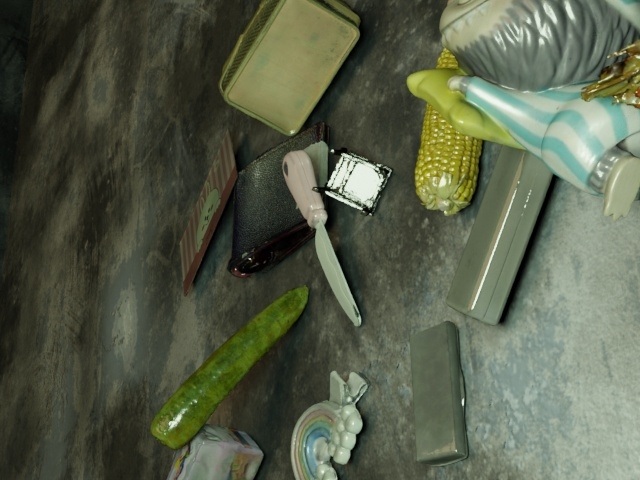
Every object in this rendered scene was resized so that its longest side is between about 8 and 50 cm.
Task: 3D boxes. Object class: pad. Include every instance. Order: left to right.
[{"bbox_3d":[-0.230,-0.058,2.281,0.202,0.005,0.299,-105,36,-55],"label":"pad"}]

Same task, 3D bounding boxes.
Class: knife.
[{"bbox_3d":[-0.001,0.001,1.849,0.081,0.043,0.336,113,143,-59],"label":"knife"}]

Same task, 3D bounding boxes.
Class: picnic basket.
[{"bbox_3d":[-0.058,-0.342,2.037,0.266,0.165,0.139,-56,20,22],"label":"picnic basket"}]

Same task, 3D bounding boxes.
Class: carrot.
[{"bbox_3d":[-0.144,0.202,1.876,0.358,0.074,0.074,-47,27,-15],"label":"carrot"}]

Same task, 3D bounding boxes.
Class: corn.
[{"bbox_3d":[0.193,-0.164,1.635,0.091,0.091,0.260,-1,67,29],"label":"corn"}]

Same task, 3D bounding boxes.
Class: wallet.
[{"bbox_3d":[-0.073,-0.072,2.051,0.262,0.071,0.221,-32,43,43],"label":"wallet"}]

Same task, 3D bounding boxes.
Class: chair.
[{"bbox_3d":[0.059,-0.100,1.846,0.212,0.101,0.084,-26,-39,-80],"label":"chair"}]

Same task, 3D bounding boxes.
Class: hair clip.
[{"bbox_3d":[0.011,0.304,1.723,0.140,0.054,0.220,36,109,52],"label":"hair clip"}]

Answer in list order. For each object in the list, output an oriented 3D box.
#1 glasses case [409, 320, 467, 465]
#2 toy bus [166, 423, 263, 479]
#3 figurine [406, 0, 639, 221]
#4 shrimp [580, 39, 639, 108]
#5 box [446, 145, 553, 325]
[{"bbox_3d":[0.161,0.208,1.529,0.072,0.042,0.190,-29,50,40],"label":"glasses case"},{"bbox_3d":[-0.214,0.470,1.900,0.112,0.138,0.317,27,95,61],"label":"toy bus"},{"bbox_3d":[0.320,-0.266,1.307,0.361,0.266,0.377,42,120,42],"label":"figurine"},{"bbox_3d":[0.405,-0.174,1.182,0.061,0.267,0.145,103,157,-85],"label":"shrimp"},{"bbox_3d":[0.239,-0.013,1.489,0.103,0.055,0.243,-148,78,-78],"label":"box"}]
